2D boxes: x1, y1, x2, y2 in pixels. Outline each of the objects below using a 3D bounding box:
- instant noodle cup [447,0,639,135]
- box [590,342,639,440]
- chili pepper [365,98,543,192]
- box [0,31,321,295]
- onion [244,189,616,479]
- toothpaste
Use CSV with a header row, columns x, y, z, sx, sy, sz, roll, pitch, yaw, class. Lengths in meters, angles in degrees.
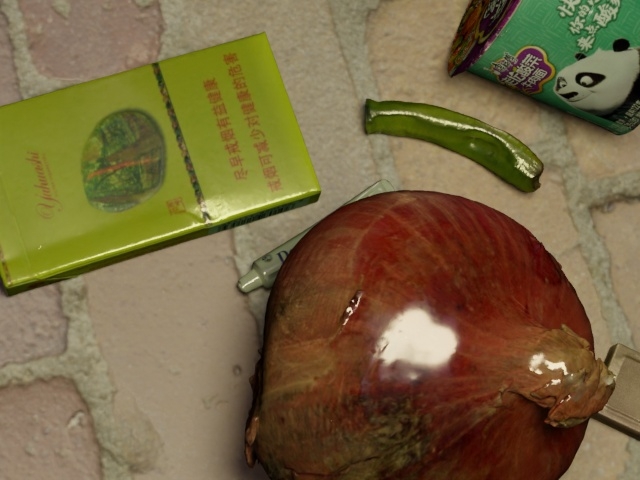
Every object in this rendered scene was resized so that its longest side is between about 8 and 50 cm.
x,y,z,sx,sy,sz,roll,pitch,yaw,class
0.273,-0.233,1.651,0.190,0.251,0.251,28,74,-9,instant noodle cup
0.319,0.157,1.655,0.083,0.035,0.079,26,75,1,box
0.140,-0.108,1.693,0.201,0.050,0.052,19,114,2,chili pepper
-0.186,-0.081,1.648,0.335,0.047,0.187,-17,79,-11,box
0.095,0.132,1.516,0.353,0.353,0.354,2,76,-6,onion
0.000,0.000,1.660,0.197,0.029,0.048,-30,82,-16,toothpaste
